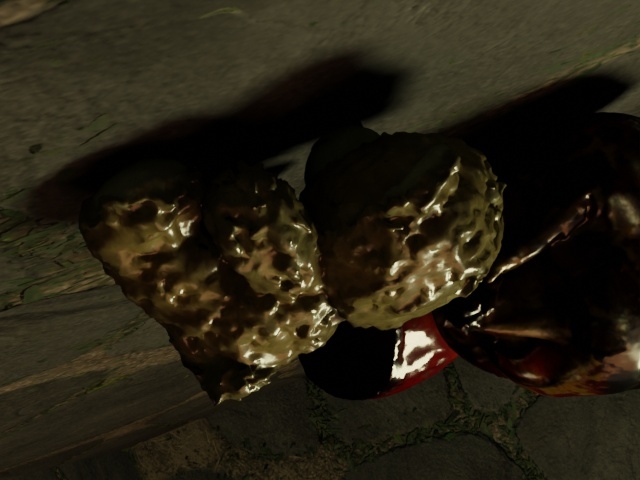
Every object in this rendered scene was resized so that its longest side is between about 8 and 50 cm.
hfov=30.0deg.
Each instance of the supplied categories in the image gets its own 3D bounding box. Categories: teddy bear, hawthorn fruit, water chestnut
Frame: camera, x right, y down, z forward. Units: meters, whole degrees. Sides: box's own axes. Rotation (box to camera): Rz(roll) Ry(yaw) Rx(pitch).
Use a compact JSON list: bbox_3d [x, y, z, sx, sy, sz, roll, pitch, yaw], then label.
[{"bbox_3d":[0.000,0.000,0.804,0.256,0.156,0.267,-24,169,10],"label":"teddy bear"},{"bbox_3d":[0.086,0.059,1.249,0.251,0.189,0.189,-20,171,-27],"label":"hawthorn fruit"},{"bbox_3d":[0.217,0.013,1.081,0.244,0.289,0.289,23,148,-26],"label":"water chestnut"}]
